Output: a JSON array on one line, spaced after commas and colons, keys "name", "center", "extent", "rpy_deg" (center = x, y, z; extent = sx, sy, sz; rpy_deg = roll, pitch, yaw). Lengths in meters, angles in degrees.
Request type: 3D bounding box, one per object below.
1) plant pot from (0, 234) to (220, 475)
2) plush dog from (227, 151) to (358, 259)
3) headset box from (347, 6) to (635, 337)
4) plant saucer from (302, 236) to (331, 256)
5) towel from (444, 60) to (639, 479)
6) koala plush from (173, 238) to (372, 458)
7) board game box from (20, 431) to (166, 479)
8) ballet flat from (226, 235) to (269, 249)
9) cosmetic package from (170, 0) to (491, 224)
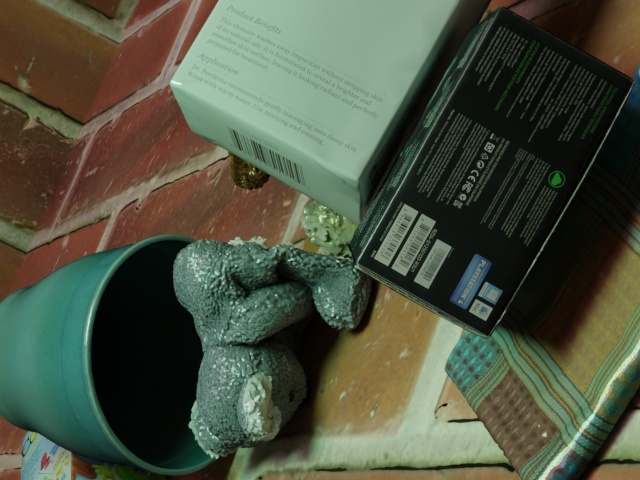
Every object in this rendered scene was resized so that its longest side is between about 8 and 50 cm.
[{"name": "plant pot", "center": [-0.257, 0.136, 1.931], "extent": [0.255, 0.271, 0.272], "rpy_deg": [-5, 57, 40]}, {"name": "plush dog", "center": [0.022, -0.119, 1.727], "extent": [0.262, 0.225, 0.210], "rpy_deg": [-61, 10, 5]}, {"name": "headset box", "center": [0.138, -0.061, 1.450], "extent": [0.246, 0.131, 0.283], "rpy_deg": [-60, 2, 2]}, {"name": "plant saucer", "center": [0.000, 0.000, 1.968], "extent": [0.083, 0.015, 0.083], "rpy_deg": [-49, 24, 31]}, {"name": "towel", "center": [0.239, 0.010, 1.355], "extent": [0.370, 0.040, 0.271], "rpy_deg": [-58, 20, 10]}, {"name": "koala plush", "center": [-0.078, 0.124, 1.785], "extent": [0.196, 0.203, 0.221], "rpy_deg": [-21, 57, 61]}, {"name": "board game box", "center": [-0.290, 0.310, 2.085], "extent": [0.144, 0.142, 0.275], "rpy_deg": [-55, 22, 20]}, {"name": "ballet flat", "center": [-0.173, 0.078, 2.168], "extent": [0.409, 0.147, 0.147], "rpy_deg": [-19, 47, 57]}, {"name": "cosmetic package", "center": [0.043, -0.242, 1.601], "extent": [0.385, 0.217, 0.156], "rpy_deg": [-58, -11, -12]}]
